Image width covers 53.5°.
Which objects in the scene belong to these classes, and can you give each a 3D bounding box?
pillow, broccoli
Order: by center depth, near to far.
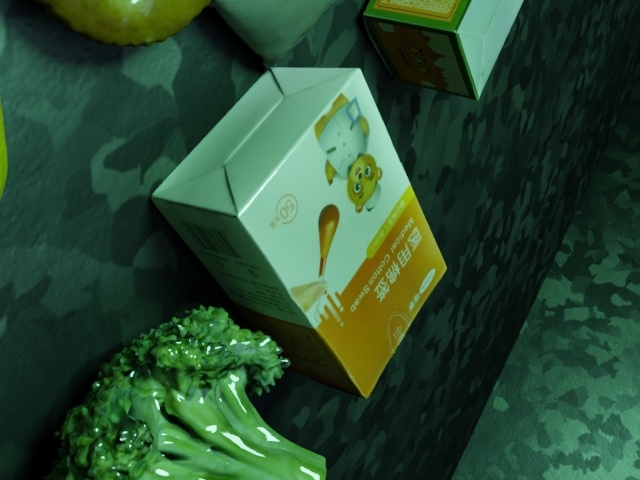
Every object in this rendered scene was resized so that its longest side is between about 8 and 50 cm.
[{"bbox_3d":[0.006,-0.286,0.635,0.255,0.059,0.169,-47,161,5],"label":"pillow"},{"bbox_3d":[-0.139,0.211,0.650,0.260,0.235,0.288,10,112,-25],"label":"broccoli"}]

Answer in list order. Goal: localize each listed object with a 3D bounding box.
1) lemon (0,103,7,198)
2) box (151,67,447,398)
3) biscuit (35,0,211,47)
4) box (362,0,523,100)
[{"bbox_3d":[-0.260,-0.045,0.282,0.240,0.219,0.240,-30,129,-47],"label":"lemon"},{"bbox_3d":[0.000,0.000,0.748,0.225,0.143,0.341,-53,135,-25],"label":"box"},{"bbox_3d":[-0.151,-0.259,0.479,0.220,0.066,0.220,-32,133,-42],"label":"biscuit"},{"bbox_3d":[0.177,-0.334,0.885,0.195,0.148,0.177,-65,153,-7],"label":"box"}]
